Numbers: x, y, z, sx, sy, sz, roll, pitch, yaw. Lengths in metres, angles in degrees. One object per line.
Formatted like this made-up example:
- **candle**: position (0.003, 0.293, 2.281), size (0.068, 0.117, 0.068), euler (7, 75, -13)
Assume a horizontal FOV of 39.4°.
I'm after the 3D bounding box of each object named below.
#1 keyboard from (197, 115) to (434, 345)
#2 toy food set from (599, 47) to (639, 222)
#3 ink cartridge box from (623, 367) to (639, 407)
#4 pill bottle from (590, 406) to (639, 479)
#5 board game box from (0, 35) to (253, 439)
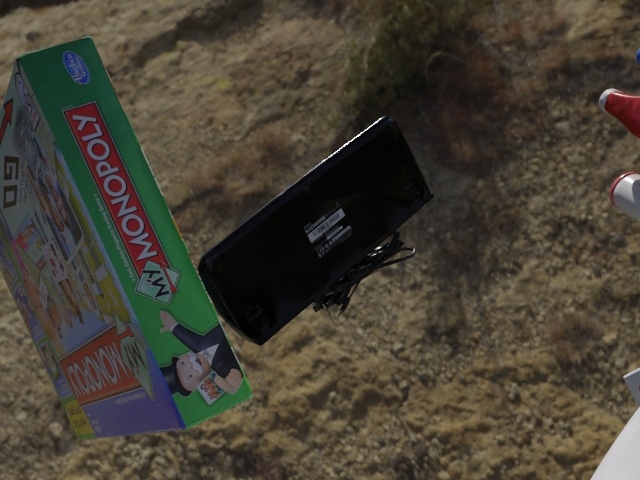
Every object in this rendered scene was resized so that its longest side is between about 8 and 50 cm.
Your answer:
- **keyboard**: position (0.000, 0.000, 0.622), size (0.192, 0.100, 0.038), euler (-38, 22, -28)
- **toy food set**: position (0.338, -0.108, 0.872), size (0.111, 0.232, 0.104), euler (0, 24, -23)
- **ink cartridge box**: position (0.537, 0.221, 1.032), size (0.197, 0.198, 0.270), euler (-15, 70, -25)
- **pill bottle**: position (0.315, 0.241, 0.440), size (0.392, 0.224, 0.224), euler (31, 66, 16)
- **board game box**: position (-0.160, 0.027, 0.603), size (0.046, 0.213, 0.317), euler (-23, -2, -28)
